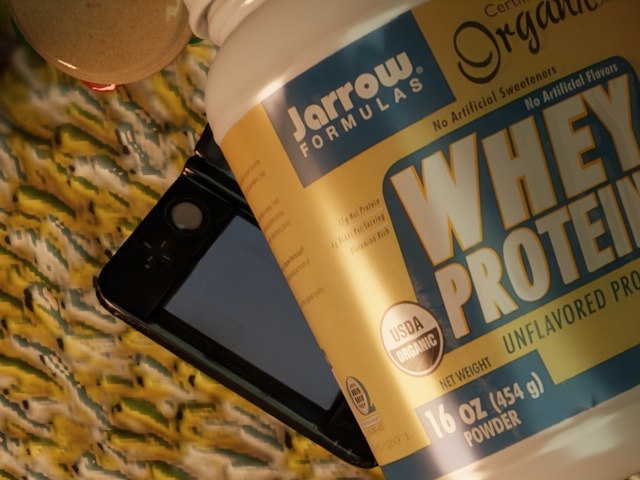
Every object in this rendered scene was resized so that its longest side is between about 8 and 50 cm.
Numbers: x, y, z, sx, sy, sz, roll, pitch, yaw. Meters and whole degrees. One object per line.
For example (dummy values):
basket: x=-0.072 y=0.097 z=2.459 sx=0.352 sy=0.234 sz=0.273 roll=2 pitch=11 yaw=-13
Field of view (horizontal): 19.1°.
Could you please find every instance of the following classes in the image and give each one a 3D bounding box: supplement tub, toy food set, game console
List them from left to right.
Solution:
toy food set: x=-0.080 y=-0.095 z=0.690 sx=0.083 sy=0.020 sz=0.083 roll=-11 pitch=104 yaw=21
game console: x=0.000 y=0.000 z=0.671 sx=0.122 sy=0.107 sz=0.071 roll=32 pitch=143 yaw=7
supplement tub: x=0.051 y=-0.022 z=0.592 sx=0.144 sy=0.144 sz=0.200 roll=-29 pitch=84 yaw=25
